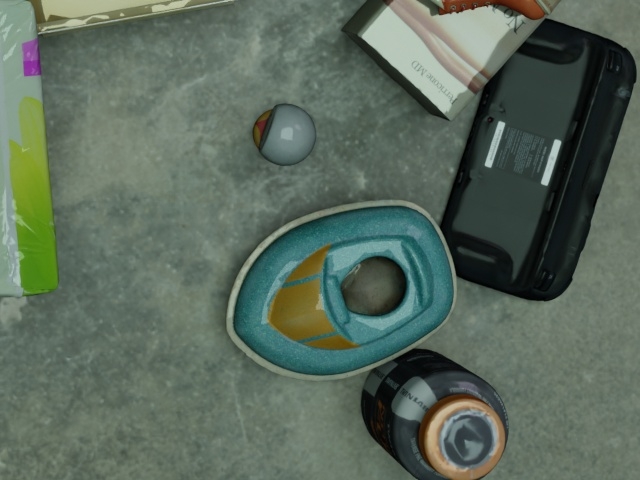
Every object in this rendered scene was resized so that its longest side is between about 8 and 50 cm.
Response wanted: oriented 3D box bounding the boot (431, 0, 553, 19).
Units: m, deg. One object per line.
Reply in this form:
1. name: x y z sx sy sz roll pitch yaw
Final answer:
1. boot: 0.166 -0.263 1.755 0.158 0.059 0.085 31 96 0

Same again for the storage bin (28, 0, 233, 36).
1. storage bin: -0.229 -0.365 1.784 0.260 0.123 0.262 -11 96 -9

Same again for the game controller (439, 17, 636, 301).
1. game controller: 0.251 -0.094 1.926 0.166 0.067 0.319 18 91 4

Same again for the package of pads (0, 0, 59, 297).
1. package of pads: -0.356 -0.094 1.729 0.101 0.229 0.297 -5 94 -24

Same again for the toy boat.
1. toy boat: 0.000 0.000 1.837 0.267 0.148 0.318 -23 98 -7

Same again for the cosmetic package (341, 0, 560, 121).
1. cosmetic package: 0.180 -0.292 1.844 0.153 0.129 0.296 40 92 -11

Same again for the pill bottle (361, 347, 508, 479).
1. pill bottle: 0.129 0.197 1.823 0.130 0.245 0.130 -1 94 -10
